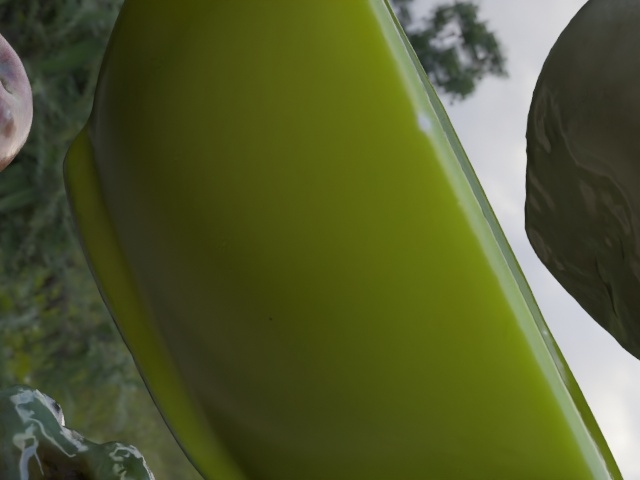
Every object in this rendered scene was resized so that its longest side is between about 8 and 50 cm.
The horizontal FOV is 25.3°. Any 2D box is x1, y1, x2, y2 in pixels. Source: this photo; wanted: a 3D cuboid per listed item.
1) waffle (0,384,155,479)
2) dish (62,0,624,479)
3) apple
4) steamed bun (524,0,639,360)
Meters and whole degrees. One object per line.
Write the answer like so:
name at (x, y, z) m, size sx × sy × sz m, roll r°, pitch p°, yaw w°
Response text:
waffle at (-0.134, 0.144, 0.543) m, size 0.204 × 0.223 × 0.054 m, roll 46°, pitch 29°, yaw 0°
dish at (0.000, 0.000, 0.445) m, size 0.262 × 0.108 × 0.221 m, roll -17°, pitch 82°, yaw -83°
apple at (-0.305, -0.109, 1.144) m, size 0.146 × 0.131 × 0.146 m, roll 54°, pitch 13°, yaw -18°
steamed bun at (0.296, -0.036, 0.708) m, size 0.255 × 0.367 × 0.343 m, roll -97°, pitch -162°, yaw -74°
